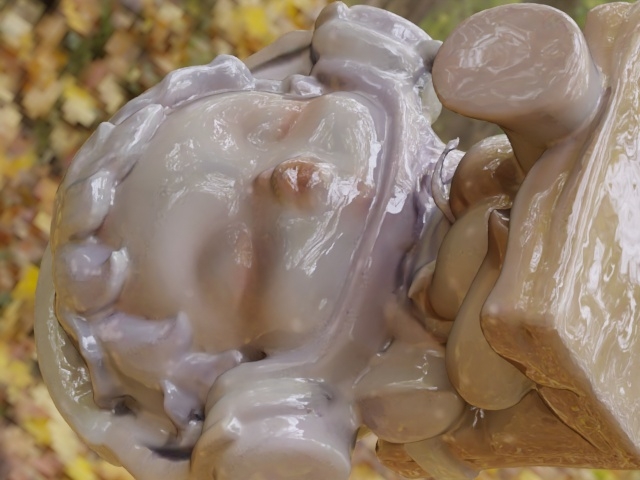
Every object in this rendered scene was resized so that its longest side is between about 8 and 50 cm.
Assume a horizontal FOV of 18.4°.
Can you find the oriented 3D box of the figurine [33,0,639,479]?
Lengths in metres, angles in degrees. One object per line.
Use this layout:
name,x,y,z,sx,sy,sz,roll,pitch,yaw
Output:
figurine,0.002,0.002,0.570,0.237,0.162,0.141,2,-30,41
